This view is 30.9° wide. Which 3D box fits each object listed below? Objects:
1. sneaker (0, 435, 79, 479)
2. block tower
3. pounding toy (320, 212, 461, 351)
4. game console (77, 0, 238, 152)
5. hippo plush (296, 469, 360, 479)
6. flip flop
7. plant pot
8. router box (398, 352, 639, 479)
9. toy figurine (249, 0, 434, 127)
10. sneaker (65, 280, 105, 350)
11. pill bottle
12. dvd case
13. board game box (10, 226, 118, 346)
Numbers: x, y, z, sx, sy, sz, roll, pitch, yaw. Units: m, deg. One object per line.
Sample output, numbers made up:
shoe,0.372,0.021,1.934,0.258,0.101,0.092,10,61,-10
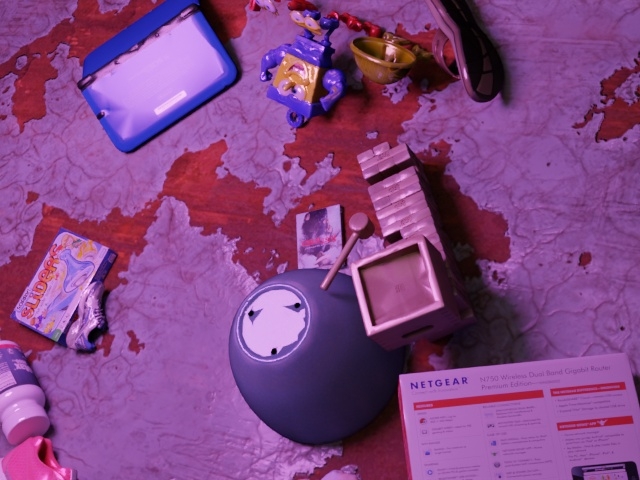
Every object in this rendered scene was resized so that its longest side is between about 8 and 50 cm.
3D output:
sneaker,-0.461,0.459,1.985,0.136,0.116,0.314,-43,56,1
block tower,0.156,-0.007,1.906,0.091,0.097,0.335,-26,60,15
pounding toy,0.099,0.059,1.792,0.181,0.094,0.206,-23,59,17
game console,-0.326,-0.351,2.341,0.293,0.173,0.250,-32,88,10
hippo plush,-0.041,0.446,1.709,0.294,0.236,0.234,-24,59,14
flip flop,0.234,-0.342,2.024,0.080,0.112,0.277,-45,54,33
plant pot,-0.034,0.163,1.861,0.290,0.195,0.290,-11,64,22
router box,0.292,0.324,1.625,0.336,0.082,0.301,-5,63,0
toy figurine,0.013,-0.298,2.116,0.363,0.191,0.217,29,113,26
sneaker,-0.420,0.143,2.153,0.058,0.052,0.135,14,82,20
pill bottle,-0.566,0.281,2.121,0.108,0.108,0.180,-40,57,5
dvd case,0.000,0.000,2.027,0.087,0.013,0.119,-12,64,21
board game box,-0.490,0.087,2.215,0.136,0.035,0.201,20,78,32
